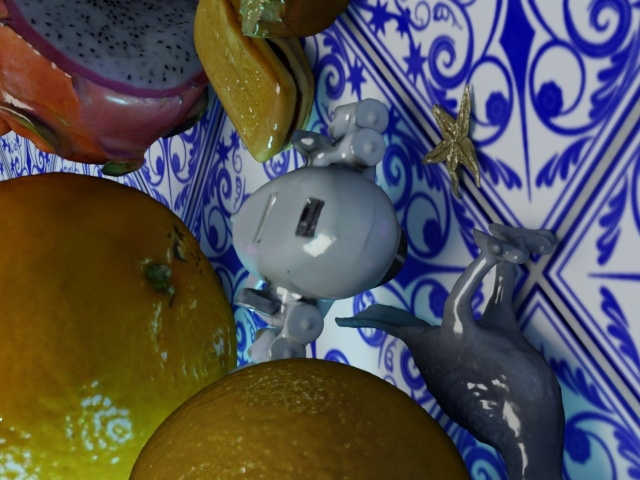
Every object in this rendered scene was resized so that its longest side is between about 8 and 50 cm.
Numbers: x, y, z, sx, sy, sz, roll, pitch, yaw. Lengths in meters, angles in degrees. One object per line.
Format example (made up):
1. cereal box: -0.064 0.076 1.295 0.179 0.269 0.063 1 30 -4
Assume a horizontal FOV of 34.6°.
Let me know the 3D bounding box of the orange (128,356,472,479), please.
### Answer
1. orange: -0.012 0.219 0.751 0.274 0.274 0.274 19 113 57

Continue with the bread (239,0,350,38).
1. bread: -0.029 -0.261 0.916 0.086 0.125 0.156 25 136 64

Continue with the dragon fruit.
1. dragon fruit: -0.265 -0.203 1.179 0.189 0.290 0.291 -55 50 43

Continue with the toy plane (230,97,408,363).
1. toy plane: -0.005 -0.002 0.893 0.267 0.122 0.267 -57 21 35

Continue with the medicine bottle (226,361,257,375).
1. medicine bottle: -0.054 0.198 1.097 0.080 0.080 0.130 -56 50 49

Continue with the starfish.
1. starfish: 0.110 -0.079 0.821 0.092 0.016 0.086 -118 34 -41

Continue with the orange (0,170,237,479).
1. orange: -0.281 0.120 1.165 0.326 0.424 0.424 -28 69 24

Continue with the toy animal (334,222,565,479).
1. toy animal: 0.118 0.078 0.776 0.367 0.081 0.206 49 134 50

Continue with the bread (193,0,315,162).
1. bread: -0.065 -0.179 1.041 0.200 0.077 0.116 61 142 30
